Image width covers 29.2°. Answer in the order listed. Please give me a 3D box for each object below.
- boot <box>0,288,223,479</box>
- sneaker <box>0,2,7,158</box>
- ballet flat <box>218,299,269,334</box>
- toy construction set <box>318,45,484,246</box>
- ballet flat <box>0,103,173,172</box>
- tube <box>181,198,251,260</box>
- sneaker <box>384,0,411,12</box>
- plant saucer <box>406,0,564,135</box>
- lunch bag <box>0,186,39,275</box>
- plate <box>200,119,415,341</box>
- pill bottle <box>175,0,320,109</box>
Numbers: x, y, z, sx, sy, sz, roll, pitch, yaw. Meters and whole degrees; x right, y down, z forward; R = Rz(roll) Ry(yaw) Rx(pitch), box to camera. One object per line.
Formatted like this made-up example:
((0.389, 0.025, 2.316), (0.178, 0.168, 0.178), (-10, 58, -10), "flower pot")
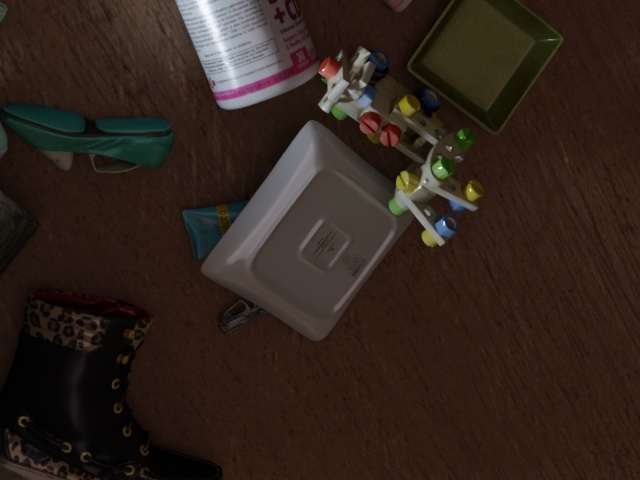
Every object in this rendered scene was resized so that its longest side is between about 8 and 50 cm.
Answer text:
((-0.300, 0.241, 1.822), (0.377, 0.138, 0.284), (14, 98, -11), "boot")
((-0.468, -0.240, 1.654), (0.151, 0.094, 0.256), (-29, 98, 19), "sneaker")
((-0.106, 0.105, 1.888), (0.114, 0.041, 0.041), (-24, 107, -9), "ballet flat")
((0.101, -0.161, 1.784), (0.151, 0.215, 0.328), (-23, 125, 34), "toy construction set")
((-0.335, -0.138, 1.757), (0.247, 0.083, 0.087), (5, 115, -13), "ballet flat")
((-0.099, -0.033, 1.857), (0.207, 0.052, 0.080), (-15, 100, -6), "tube")
((0.131, -0.411, 1.826), (0.070, 0.051, 0.134), (37, 96, -24), "sneaker")
((0.246, -0.289, 1.885), (0.188, 0.045, 0.188), (34, 92, -18), "plant saucer")
((-0.568, -0.004, 1.658), (0.256, 0.212, 0.305), (39, 88, -1), "lunch bag")
((0.000, 0.000, 1.838), (0.278, 0.045, 0.277), (35, 92, -40), "plate")
((-0.120, -0.341, 1.720), (0.160, 0.160, 0.283), (-24, 107, -8), "pill bottle")
